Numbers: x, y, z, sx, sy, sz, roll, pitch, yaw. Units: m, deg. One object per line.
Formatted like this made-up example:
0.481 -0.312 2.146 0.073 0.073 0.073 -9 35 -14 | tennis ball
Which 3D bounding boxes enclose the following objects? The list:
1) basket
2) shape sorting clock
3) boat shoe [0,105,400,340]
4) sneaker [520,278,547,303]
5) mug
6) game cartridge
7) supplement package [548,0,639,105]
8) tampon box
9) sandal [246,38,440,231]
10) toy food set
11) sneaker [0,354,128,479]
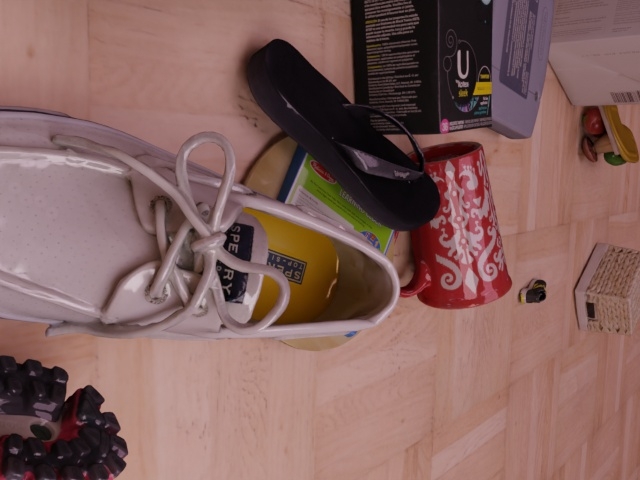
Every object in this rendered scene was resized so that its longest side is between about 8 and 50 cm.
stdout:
0.593 0.098 1.320 0.167 0.103 0.113 -48 131 -37 | basket
0.000 0.000 0.616 0.206 0.040 0.206 -4 96 -42 | shape sorting clock
-0.079 0.010 0.409 0.367 0.156 0.136 19 81 -42 | boat shoe
0.360 0.088 1.083 0.083 0.035 0.031 -25 115 -47 | sneaker
0.143 -0.014 0.740 0.150 0.113 0.169 -32 116 -46 | mug
0.254 -0.295 0.881 0.198 0.062 0.297 8 89 -56 | game cartridge
0.513 -0.385 1.069 0.198 0.199 0.263 32 70 -49 | supplement package
0.107 -0.193 0.672 0.120 0.101 0.161 -18 109 -49 | tampon box
0.041 -0.087 0.593 0.254 0.054 0.097 33 44 -40 | sandal
0.538 -0.198 1.246 0.218 0.071 0.128 -3 74 -53 | toy food set
-0.236 0.109 0.289 0.299 0.121 0.112 29 103 -41 | sneaker
